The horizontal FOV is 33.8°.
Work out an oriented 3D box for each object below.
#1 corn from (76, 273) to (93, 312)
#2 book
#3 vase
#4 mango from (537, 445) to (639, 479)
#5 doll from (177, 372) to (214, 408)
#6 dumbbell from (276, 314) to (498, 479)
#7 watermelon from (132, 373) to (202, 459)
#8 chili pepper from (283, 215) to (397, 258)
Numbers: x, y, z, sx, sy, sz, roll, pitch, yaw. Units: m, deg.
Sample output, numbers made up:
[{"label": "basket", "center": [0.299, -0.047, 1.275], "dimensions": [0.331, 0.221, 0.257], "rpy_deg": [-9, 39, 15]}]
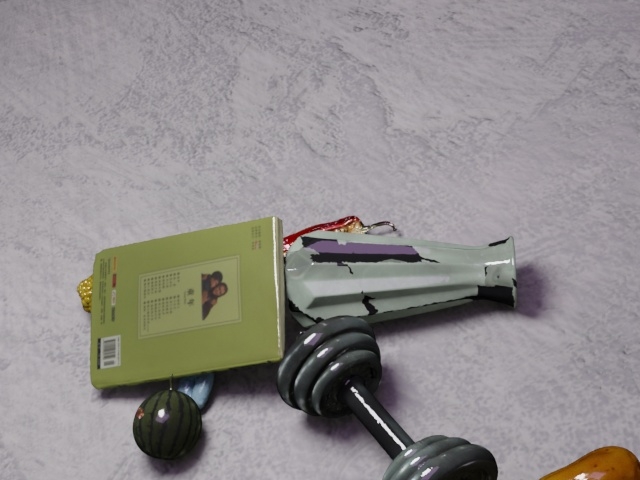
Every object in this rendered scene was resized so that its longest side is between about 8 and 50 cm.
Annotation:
[{"label": "corn", "center": [-0.292, 0.062, 1.823], "dimensions": [0.260, 0.091, 0.091], "rpy_deg": [-17, 16, 2]}, {"label": "book", "center": [-0.219, 0.104, 1.693], "dimensions": [0.352, 0.035, 0.239], "rpy_deg": [-11, 67, 22]}, {"label": "vase", "center": [0.128, 0.058, 1.678], "dimensions": [0.360, 0.165, 0.165], "rpy_deg": [-3, 52, 8]}, {"label": "mango", "center": [0.362, 0.338, 1.425], "dimensions": [0.159, 0.105, 0.084], "rpy_deg": [-29, 76, 7]}, {"label": "doll", "center": [-0.182, 0.187, 1.713], "dimensions": [0.120, 0.075, 0.179], "rpy_deg": [0, 77, 31]}, {"label": "dumbbell", "center": [0.087, 0.265, 1.502], "dimensions": [0.179, 0.179, 0.406], "rpy_deg": [-34, 52, -12]}, {"label": "watermelon", "center": [-0.235, 0.272, 1.626], "dimensions": [0.105, 0.105, 0.133], "rpy_deg": [1, 70, 16]}, {"label": "chili pepper", "center": [0.000, 0.000, 1.824], "dimensions": [0.268, 0.059, 0.050], "rpy_deg": [-15, 12, 7]}]
